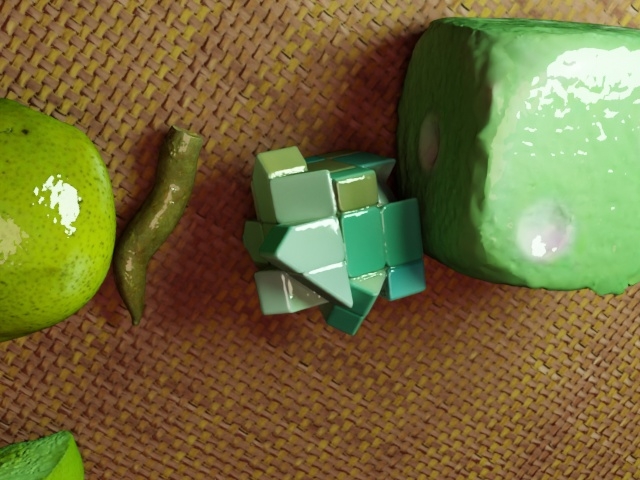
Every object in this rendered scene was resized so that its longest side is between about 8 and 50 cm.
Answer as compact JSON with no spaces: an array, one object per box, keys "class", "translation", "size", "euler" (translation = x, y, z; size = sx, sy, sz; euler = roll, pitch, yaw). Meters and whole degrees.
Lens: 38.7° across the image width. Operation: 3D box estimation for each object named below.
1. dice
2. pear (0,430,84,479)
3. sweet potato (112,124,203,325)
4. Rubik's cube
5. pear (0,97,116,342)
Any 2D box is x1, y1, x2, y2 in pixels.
[{"class":"dice","translation":[0.294,-0.127,1.203],"size":[0.330,0.322,0.318],"euler":[0,107,-13]},{"class":"pear","translation":[-0.448,0.391,1.219],"size":[0.292,0.292,0.159],"euler":[-12,100,-11]},{"class":"sweet potato","translation":[-0.230,-0.020,1.241],"size":[0.067,0.059,0.281],"euler":[17,105,-40]},{"class":"Rubik's cube","translation":[0.000,0.000,1.226],"size":[0.213,0.224,0.265],"euler":[-15,106,-24]},{"class":"pear","translation":[-0.382,-0.028,1.084],"size":[0.294,0.294,0.294],"euler":[-4,108,-13]}]
